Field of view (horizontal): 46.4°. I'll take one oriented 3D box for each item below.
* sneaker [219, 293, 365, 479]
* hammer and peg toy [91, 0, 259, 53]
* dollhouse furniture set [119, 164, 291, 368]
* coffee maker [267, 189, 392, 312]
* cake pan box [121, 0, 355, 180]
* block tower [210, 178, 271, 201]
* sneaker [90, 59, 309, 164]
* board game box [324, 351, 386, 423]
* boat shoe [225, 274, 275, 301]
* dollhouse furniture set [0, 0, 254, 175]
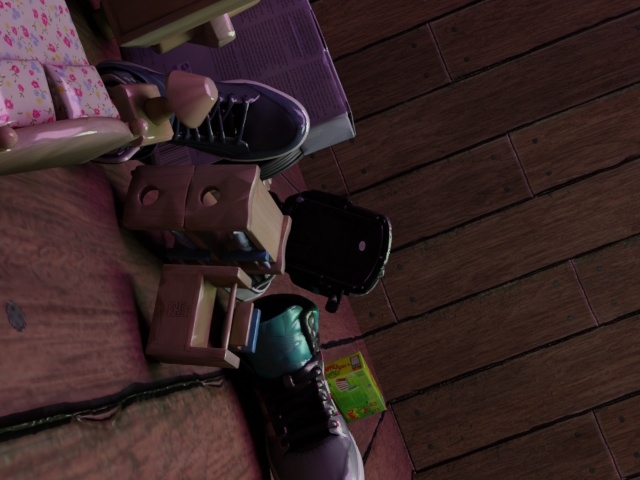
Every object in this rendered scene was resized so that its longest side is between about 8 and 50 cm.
[{"bbox_3d":[-0.034,0.166,0.868,0.295,0.124,0.178,-117,-173,-51],"label":"sneaker"},{"bbox_3d":[-0.225,-0.344,0.797,0.361,0.127,0.265,31,-31,53],"label":"hammer and peg toy"},{"bbox_3d":[-0.117,0.036,0.726,0.129,0.129,0.183,60,35,-64],"label":"dollhouse furniture set"},{"bbox_3d":[0.000,0.000,0.901,0.171,0.120,0.178,42,-6,6],"label":"coffee maker"},{"bbox_3d":[-0.108,-0.200,0.928,0.070,0.246,0.266,56,13,-67],"label":"cake pan box"},{"bbox_3d":[-0.173,-0.196,1.091,0.091,0.097,0.335,-96,165,-69],"label":"block tower"},{"bbox_3d":[-0.123,-0.108,0.682,0.163,0.226,0.086,-93,-168,-73],"label":"sneaker"},{"bbox_3d":[0.070,0.313,1.577,0.181,0.092,0.043,64,7,-45],"label":"board game box"},{"bbox_3d":[-0.093,0.007,1.024,0.306,0.105,0.113,53,17,-72],"label":"boat shoe"},{"bbox_3d":[-0.144,-0.210,0.427,0.303,0.174,0.355,71,20,-6],"label":"dollhouse furniture set"}]
